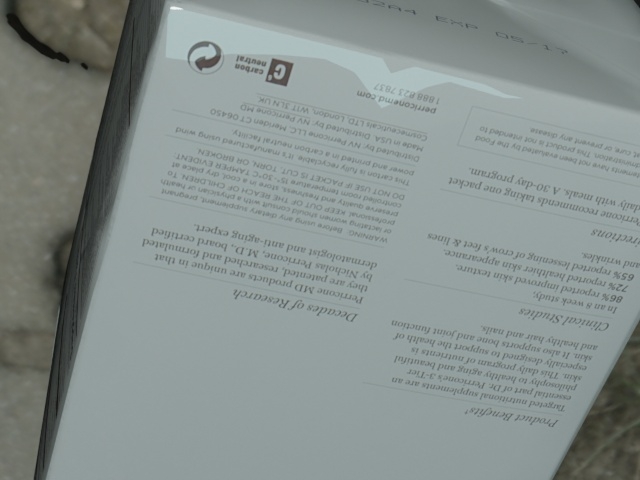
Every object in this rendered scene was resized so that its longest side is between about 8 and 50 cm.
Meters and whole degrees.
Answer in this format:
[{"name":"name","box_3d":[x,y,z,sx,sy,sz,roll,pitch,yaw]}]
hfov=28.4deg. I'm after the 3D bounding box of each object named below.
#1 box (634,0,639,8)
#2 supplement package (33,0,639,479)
[{"name":"box","box_3d":[0.185,-0.147,0.558,0.114,0.036,0.207,5,123,-9]},{"name":"supplement package","box_3d":[0.000,0.000,0.541,0.199,0.198,0.263,12,122,-14]}]
